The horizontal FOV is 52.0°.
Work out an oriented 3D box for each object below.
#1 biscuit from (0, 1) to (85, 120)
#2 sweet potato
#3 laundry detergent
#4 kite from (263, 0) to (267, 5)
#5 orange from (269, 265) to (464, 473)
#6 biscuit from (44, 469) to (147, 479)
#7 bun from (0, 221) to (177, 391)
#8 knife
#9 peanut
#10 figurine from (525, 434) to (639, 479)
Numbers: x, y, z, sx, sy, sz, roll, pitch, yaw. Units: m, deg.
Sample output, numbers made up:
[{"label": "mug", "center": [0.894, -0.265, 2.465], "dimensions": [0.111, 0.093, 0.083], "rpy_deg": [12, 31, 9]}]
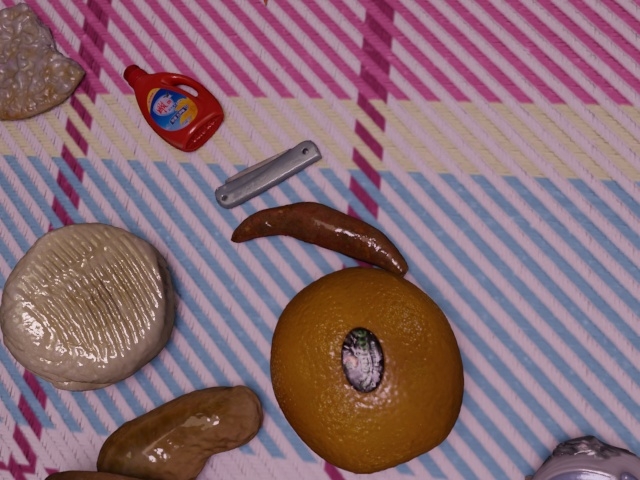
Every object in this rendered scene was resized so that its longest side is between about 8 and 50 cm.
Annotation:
[{"label": "biscuit", "center": [-0.488, -0.279, 1.025], "dimensions": [0.265, 0.040, 0.188], "rpy_deg": [14, 82, 11]}, {"label": "sweet potato", "center": [-0.001, -0.011, 0.878], "dimensions": [0.255, 0.058, 0.078], "rpy_deg": [12, 102, 16]}, {"label": "laundry detergent", "center": [-0.223, -0.207, 0.959], "dimensions": [0.165, 0.049, 0.097], "rpy_deg": [42, 82, 16]}, {"label": "kite", "center": [-0.077, -0.475, 1.007], "dimensions": [0.125, 0.008, 0.222], "rpy_deg": [29, 85, 17]}, {"label": "orange", "center": [0.051, 0.145, 0.757], "dimensions": [0.236, 0.236, 0.236], "rpy_deg": [-2, 79, 10]}, {"label": "biscuit", "center": [-0.242, 0.334, 0.795], "dimensions": [0.208, 0.181, 0.049], "rpy_deg": [6, 52, 8]}, {"label": "bun", "center": [-0.303, 0.092, 0.871], "dimensions": [0.220, 0.134, 0.220], "rpy_deg": [5, 74, -17]}, {"label": "knife", "center": [-0.076, -0.095, 0.924], "dimensions": [0.162, 0.023, 0.044], "rpy_deg": [-28, 72, 4]}, {"label": "peanut", "center": [-0.178, 0.256, 0.840], "dimensions": [0.226, 0.095, 0.108], "rpy_deg": [-28, 91, 0]}, {"label": "figurine", "center": [0.301, 0.312, 0.729], "dimensions": [0.208, 0.128, 0.184], "rpy_deg": [-6, 81, 17]}]
